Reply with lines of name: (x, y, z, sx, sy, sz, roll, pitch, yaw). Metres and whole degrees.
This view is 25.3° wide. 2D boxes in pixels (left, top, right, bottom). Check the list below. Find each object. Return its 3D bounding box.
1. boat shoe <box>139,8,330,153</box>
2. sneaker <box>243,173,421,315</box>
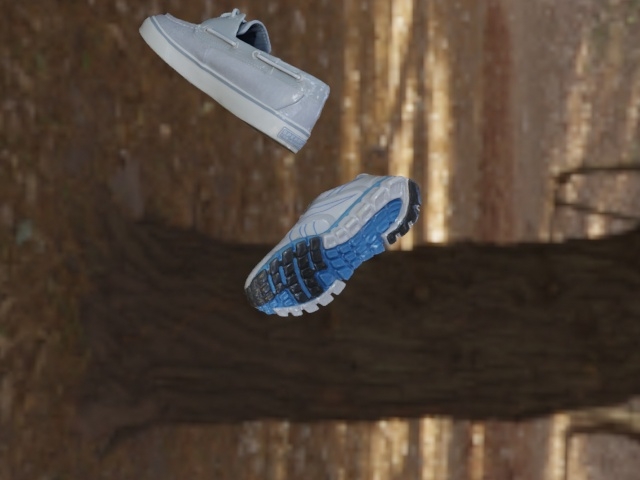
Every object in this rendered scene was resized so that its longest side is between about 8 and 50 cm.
boat shoe: (-0.073, -0.160, 1.276, 0.081, 0.227, 0.079, -53, 143, 2)
sneaker: (0.000, 0.000, 1.297, 0.191, 0.083, 0.071, -35, 124, -24)
